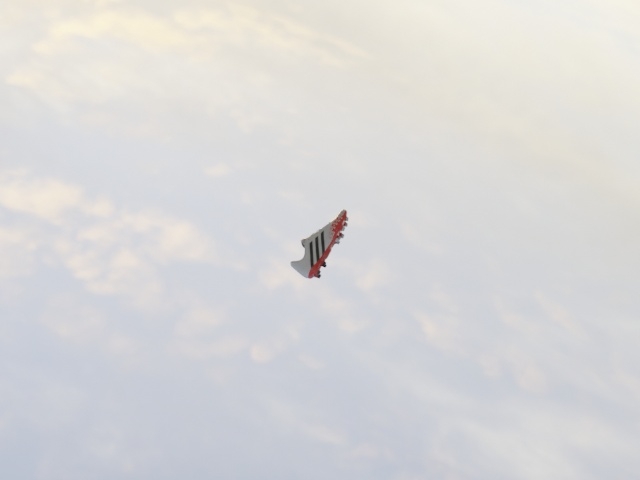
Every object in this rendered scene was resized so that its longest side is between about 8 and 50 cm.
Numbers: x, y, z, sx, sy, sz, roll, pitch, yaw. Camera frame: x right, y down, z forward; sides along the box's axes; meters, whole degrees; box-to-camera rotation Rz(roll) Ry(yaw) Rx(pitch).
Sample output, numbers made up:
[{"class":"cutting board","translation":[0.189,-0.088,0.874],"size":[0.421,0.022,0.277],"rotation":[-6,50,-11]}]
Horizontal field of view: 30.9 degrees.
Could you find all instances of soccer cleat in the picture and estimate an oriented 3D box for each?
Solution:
[{"class":"soccer cleat","translation":[0.000,0.000,1.164],"size":[0.036,0.083,0.029],"rotation":[27,163,8]}]
